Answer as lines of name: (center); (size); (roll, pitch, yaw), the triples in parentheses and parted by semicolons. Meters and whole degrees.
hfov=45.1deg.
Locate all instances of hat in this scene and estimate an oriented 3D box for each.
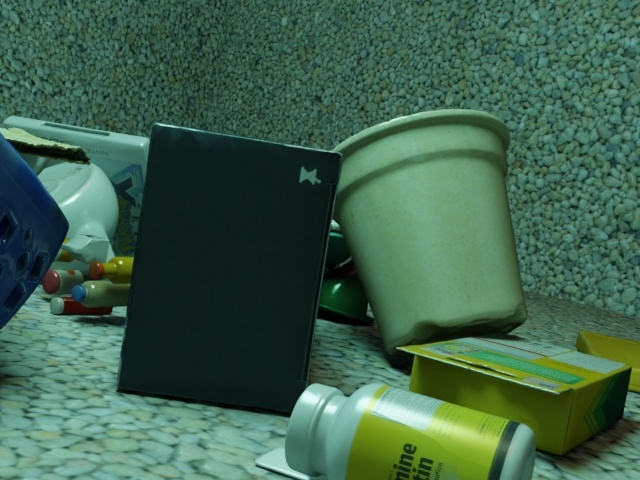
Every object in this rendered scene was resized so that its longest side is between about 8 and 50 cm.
hat: (0.059, 0.052, 1.529); (0.208, 0.184, 0.173); (17, -1, 33)

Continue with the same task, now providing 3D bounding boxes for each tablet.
tablet: (-0.011, 0.203, 0.689); (0.083, 0.006, 0.054); (12, 4, 23)

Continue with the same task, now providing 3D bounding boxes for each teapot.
teapot: (-0.478, -0.016, 1.427); (0.252, 0.187, 0.256); (-15, 32, 7)

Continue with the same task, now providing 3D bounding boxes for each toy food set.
toy food set: (-0.368, 0.052, 1.171); (0.232, 0.111, 0.104); (16, 6, 35)

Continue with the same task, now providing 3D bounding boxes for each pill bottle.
pill bottle: (0.069, 0.173, 0.611); (0.184, 0.103, 0.103); (11, 4, 24)

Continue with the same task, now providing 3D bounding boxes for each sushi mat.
sushi mat: (-0.374, -0.120, 0.866); (0.151, 0.019, 0.316); (7, 7, -33)

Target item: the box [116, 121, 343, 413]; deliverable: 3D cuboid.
box: (-0.110, 0.017, 1.010); (0.211, 0.294, 0.395); (9, 4, -5)

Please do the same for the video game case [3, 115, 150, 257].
video game case: (-0.463, -0.079, 1.548); (0.299, 0.329, 0.036); (11, 39, 13)

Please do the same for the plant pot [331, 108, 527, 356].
plant pot: (0.176, 0.011, 1.222); (0.333, 0.306, 0.334); (-10, -20, -4)

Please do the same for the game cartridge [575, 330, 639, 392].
game cartridge: (0.631, 0.242, 1.423); (0.285, 0.053, 0.323); (11, 7, 13)

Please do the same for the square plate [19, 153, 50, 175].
square plate: (-0.555, -0.016, 0.934); (0.347, 0.049, 0.344); (5, -37, -48)

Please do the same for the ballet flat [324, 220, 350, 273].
ballet flat: (0.000, 0.000, 1.605); (0.139, 0.139, 0.400); (10, -22, -2)

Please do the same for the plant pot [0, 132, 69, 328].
plant pot: (-0.399, 0.009, 0.694); (0.235, 0.212, 0.236); (11, -21, 6)

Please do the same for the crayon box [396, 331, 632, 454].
crayon box: (0.252, 0.187, 0.990); (0.203, 0.083, 0.323); (12, 4, 35)
